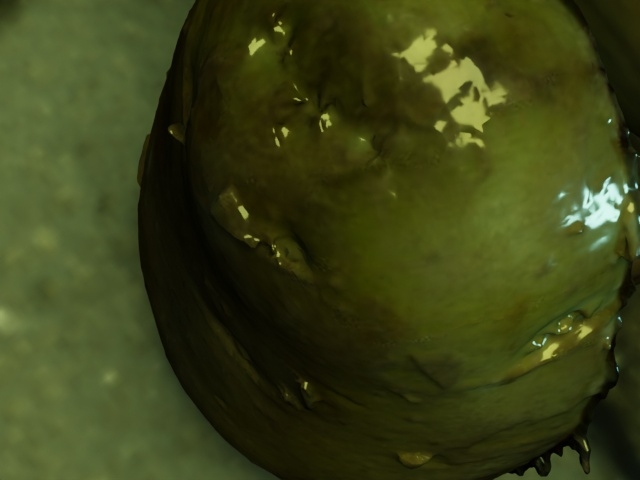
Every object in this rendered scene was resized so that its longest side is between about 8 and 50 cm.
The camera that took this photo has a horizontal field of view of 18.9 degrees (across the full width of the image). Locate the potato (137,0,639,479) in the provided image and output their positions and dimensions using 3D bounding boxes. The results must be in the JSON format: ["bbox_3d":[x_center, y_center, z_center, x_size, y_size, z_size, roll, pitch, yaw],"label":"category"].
[{"bbox_3d":[0.000,0.000,0.486,0.081,0.200,0.164,-24,70,-21],"label":"potato"}]

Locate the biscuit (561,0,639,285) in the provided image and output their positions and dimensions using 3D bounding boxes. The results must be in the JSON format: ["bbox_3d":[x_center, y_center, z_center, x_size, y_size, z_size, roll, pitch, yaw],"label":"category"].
[{"bbox_3d":[0.024,-0.124,0.506,0.062,0.237,0.290,-31,84,-15],"label":"biscuit"}]
